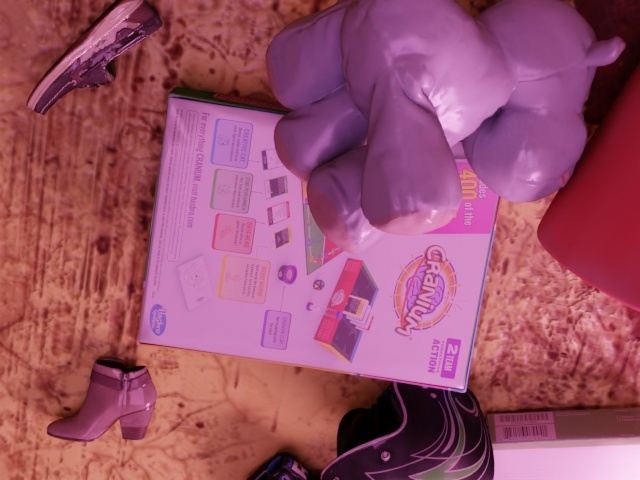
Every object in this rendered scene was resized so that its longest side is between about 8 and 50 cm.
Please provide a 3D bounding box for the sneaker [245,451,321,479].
[{"bbox_3d":[0.012,0.269,1.470,0.217,0.079,0.121,-21,113,13],"label":"sneaker"}]

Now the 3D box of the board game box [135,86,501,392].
[{"bbox_3d":[0.000,0.000,1.310,0.316,0.064,0.242,9,102,-2],"label":"board game box"}]

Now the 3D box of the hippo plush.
[{"bbox_3d":[0.106,-0.140,1.185,0.236,0.234,0.294,-7,105,-32],"label":"hippo plush"}]

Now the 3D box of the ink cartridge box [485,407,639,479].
[{"bbox_3d":[0.265,0.289,1.483,0.171,0.056,0.235,-3,121,5],"label":"ink cartridge box"}]

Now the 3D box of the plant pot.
[{"bbox_3d":[0.356,-0.065,1.200,0.275,0.275,0.243,18,106,-6],"label":"plant pot"}]

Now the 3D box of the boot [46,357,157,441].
[{"bbox_3d":[-0.228,0.164,1.454,0.118,0.042,0.087,0,111,1],"label":"boot"}]

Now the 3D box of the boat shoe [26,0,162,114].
[{"bbox_3d":[-0.207,-0.162,1.274,0.049,0.056,0.152,44,111,-12],"label":"boat shoe"}]

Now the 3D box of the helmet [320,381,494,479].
[{"bbox_3d":[0.088,0.222,1.379,0.169,0.161,0.169,7,140,6],"label":"helmet"}]
